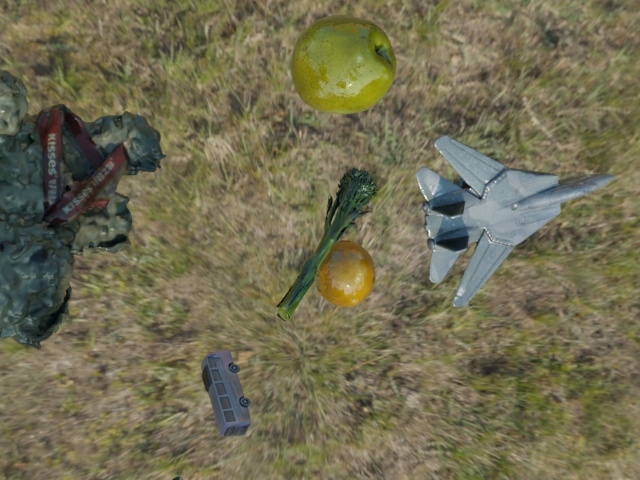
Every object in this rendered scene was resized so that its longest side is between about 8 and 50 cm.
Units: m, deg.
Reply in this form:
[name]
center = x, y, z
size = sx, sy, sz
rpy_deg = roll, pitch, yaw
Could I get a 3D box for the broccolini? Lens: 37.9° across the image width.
[broccolini]
center = 0.000, 0.000, 0.715
size = 0.035, 0.030, 0.140
rpy_deg = 24, 65, 21

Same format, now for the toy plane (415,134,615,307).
[toy plane]
center = 0.240, -0.050, 1.141
size = 0.267, 0.088, 0.212
rpy_deg = -18, 110, -25

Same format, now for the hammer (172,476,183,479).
[hammer]
center = -0.237, 0.326, 1.029
size = 0.199, 0.062, 0.013
rpy_deg = -27, 116, -1

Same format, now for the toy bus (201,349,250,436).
[toy bus]
center = -0.136, 0.219, 1.341
size = 0.052, 0.037, 0.131
rpy_deg = -1, 48, -26

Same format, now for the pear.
[pear]
center = 0.043, -0.325, 1.728
size = 0.198, 0.198, 0.198
rpy_deg = 0, 83, -1

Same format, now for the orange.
[orange]
center = 0.030, 0.039, 1.131
size = 0.070, 0.083, 0.083
rpy_deg = 1, 83, -9

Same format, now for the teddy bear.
[teddy bear]
center = -0.407, -0.033, 1.369
size = 0.224, 0.357, 0.367
rpy_deg = -20, 66, 34
